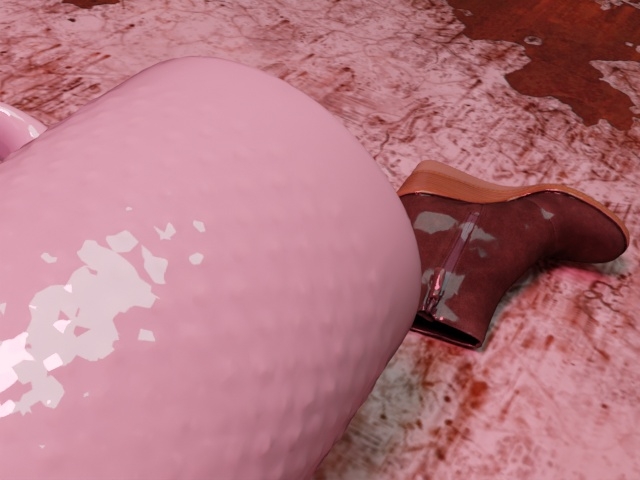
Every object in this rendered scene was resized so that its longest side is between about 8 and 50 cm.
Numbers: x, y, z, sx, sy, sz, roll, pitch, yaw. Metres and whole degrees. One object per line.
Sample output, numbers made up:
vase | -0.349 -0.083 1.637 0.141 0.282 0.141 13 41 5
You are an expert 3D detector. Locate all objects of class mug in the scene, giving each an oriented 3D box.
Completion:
mug | -0.167 0.050 0.494 0.374 0.276 0.328 40 49 2

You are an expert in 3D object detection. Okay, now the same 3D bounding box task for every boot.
boot | 0.177 0.028 0.807 0.249 0.090 0.206 17 51 6
